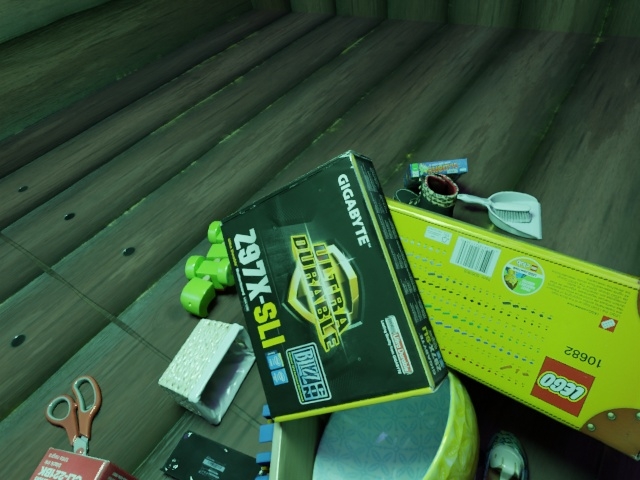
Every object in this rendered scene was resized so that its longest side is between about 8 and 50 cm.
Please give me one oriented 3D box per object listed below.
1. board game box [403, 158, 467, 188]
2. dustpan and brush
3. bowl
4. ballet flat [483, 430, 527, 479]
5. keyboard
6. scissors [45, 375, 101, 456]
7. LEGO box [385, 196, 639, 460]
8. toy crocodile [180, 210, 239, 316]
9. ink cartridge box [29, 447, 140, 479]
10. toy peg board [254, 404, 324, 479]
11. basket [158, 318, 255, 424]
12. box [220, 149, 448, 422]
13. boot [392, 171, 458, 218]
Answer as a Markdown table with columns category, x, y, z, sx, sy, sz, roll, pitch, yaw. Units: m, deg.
| category | x | y | z | sx | sy | sz | roll | pitch | yaw |
| --- | --- | --- | --- | --- | --- | --- | --- | --- | --- |
| board game box | 0.298 | -0.175 | 1.092 | 0.136 | 0.201 | 0.035 | -5 | 89 | 7 |
| dustpan and brush | 0.454 | -0.083 | 1.046 | 0.211 | 0.060 | 0.147 | 8 | 48 | 18 |
| bowl | 0.137 | 0.322 | 0.619 | 0.156 | 0.289 | 0.289 | 40 | 53 | -11 |
| ballet flat | 0.280 | 0.376 | 0.626 | 0.070 | 0.070 | 0.188 | 12 | 49 | 22 |
| keyboard | -0.193 | 0.412 | 0.715 | 0.180 | 0.023 | 0.108 | 10 | 42 | 21 |
| scissors | -0.454 | 0.386 | 0.791 | 0.109 | 0.021 | 0.297 | -32 | 47 | -22 |
| LEGO box | 0.261 | 0.074 | 0.702 | 0.500 | 0.193 | 0.372 | 22 | 10 | 29 |
| toy crocodile | -0.242 | 0.042 | 1.045 | 0.115 | 0.105 | 0.341 | 3 | 42 | 15 |
| ink cartridge box | -0.364 | 0.469 | 0.567 | 0.114 | 0.197 | 0.273 | 2 | 46 | 16 |
| toy peg board | -0.061 | 0.350 | 0.664 | 0.079 | 0.161 | 0.161 | -17 | 43 | 17 |
| basket | -0.219 | 0.253 | 0.815 | 0.103 | 0.113 | 0.167 | 10 | 49 | 25 |
| box | 0.002 | 0.073 | 0.597 | 0.257 | 0.079 | 0.322 | -23 | 78 | 30 |
| boot | 0.261 | -0.107 | 1.023 | 0.085 | 0.179 | 0.236 | -23 | 47 | -11 |
